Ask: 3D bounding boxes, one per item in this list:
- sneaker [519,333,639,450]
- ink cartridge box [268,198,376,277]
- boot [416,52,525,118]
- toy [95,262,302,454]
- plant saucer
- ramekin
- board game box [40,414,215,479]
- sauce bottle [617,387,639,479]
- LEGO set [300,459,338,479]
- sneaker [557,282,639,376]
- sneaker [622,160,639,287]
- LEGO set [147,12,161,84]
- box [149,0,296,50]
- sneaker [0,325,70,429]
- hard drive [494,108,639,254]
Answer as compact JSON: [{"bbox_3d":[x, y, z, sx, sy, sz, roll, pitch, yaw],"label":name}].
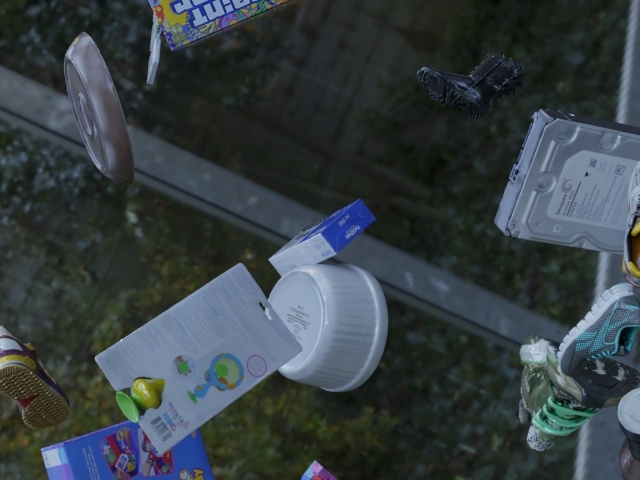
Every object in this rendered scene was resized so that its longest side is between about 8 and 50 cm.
[{"bbox_3d":[0.402,0.265,1.874,0.410,0.158,0.182,42,-114,-87],"label":"sneaker"},{"bbox_3d":[0.000,0.000,1.880,0.097,0.046,0.207,-41,7,-27],"label":"ink cartridge box"},{"bbox_3d":[0.202,-0.217,1.530,0.099,0.121,0.045,-42,-32,-25],"label":"boot"},{"bbox_3d":[-0.150,0.143,1.403,0.237,0.137,0.056,-34,-2,-38],"label":"toy"},{"bbox_3d":[-0.442,-0.252,2.267,0.310,0.050,0.311,54,155,38],"label":"plant saucer"},{"bbox_3d":[0.000,0.133,1.819,0.207,0.109,0.207,-16,70,49],"label":"ramekin"},{"bbox_3d":[-0.260,0.445,1.756,0.078,0.233,0.347,-22,83,50],"label":"board game box"},{"bbox_3d":[0.452,0.315,1.519,0.344,0.111,0.111,59,-141,-43],"label":"sauce bottle"},{"bbox_3d":[0.024,0.387,1.573,0.093,0.227,0.087,-49,29,-8],"label":"LEGO set"},{"bbox_3d":[0.389,0.138,1.585,0.076,0.065,0.166,57,132,36],"label":"sneaker"},{"bbox_3d":[0.548,-0.034,1.905,0.093,0.088,0.225,24,-109,-73],"label":"sneaker"},{"bbox_3d":[-0.247,-0.397,1.935,0.244,0.060,0.182,123,151,-61],"label":"LEGO set"},{"bbox_3d":[-0.114,-0.348,1.132,0.177,0.279,0.290,-23,10,0],"label":"box"},{"bbox_3d":[-0.389,0.183,1.546,0.185,0.069,0.084,75,173,-54],"label":"sneaker"},{"bbox_3d":[0.506,-0.097,2.084,0.064,0.339,0.237,-118,41,-60],"label":"hard drive"}]
